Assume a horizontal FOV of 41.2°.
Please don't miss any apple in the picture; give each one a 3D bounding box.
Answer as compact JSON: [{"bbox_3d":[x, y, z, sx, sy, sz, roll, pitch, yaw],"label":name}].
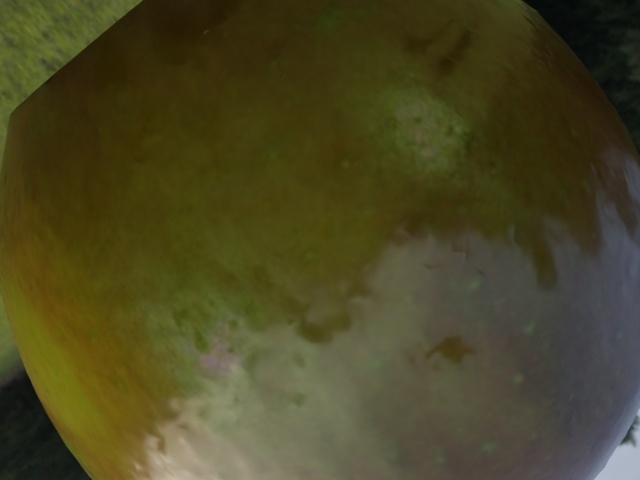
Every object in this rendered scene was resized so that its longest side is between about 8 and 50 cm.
[{"bbox_3d":[0.000,0.000,0.505,0.374,0.374,0.384,-38,-168,21],"label":"apple"}]
